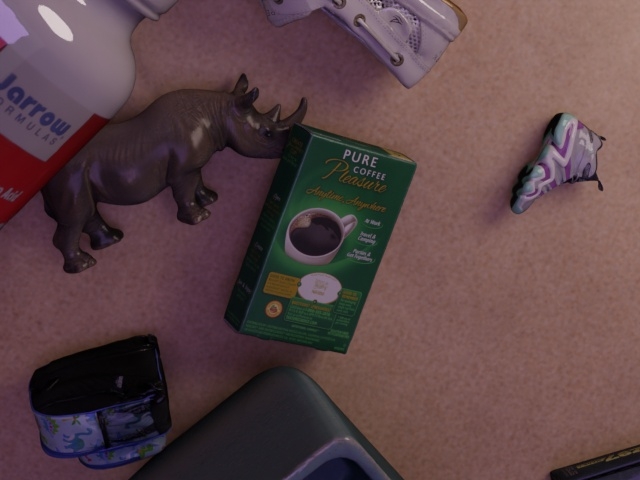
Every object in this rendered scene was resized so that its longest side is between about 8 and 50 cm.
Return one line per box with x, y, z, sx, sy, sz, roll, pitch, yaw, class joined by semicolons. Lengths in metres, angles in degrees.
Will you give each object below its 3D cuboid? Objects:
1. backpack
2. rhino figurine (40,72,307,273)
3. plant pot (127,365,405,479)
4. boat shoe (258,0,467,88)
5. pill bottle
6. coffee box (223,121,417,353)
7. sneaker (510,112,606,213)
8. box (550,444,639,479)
-0.186;0.143;1.321;0.114;0.105;0.084;-11;117;-5;backpack
-0.121;-0.069;1.294;0.243;0.073;0.106;-24;109;-5;rhino figurine
-0.033;0.247;1.276;0.247;0.252;0.248;-38;116;5;plant pot
-0.015;-0.216;1.256;0.277;0.098;0.096;31;98;-13;boat shoe
-0.292;-0.121;1.184;0.407;0.229;0.229;-44;103;6;pill bottle
0.000;0.000;1.323;0.113;0.040;0.184;13;104;-29;coffee box
0.213;-0.055;1.348;0.069;0.038;0.098;29;99;-11;sneaker
0.330;0.298;1.419;0.183;0.059;0.233;-16;96;-3;box
